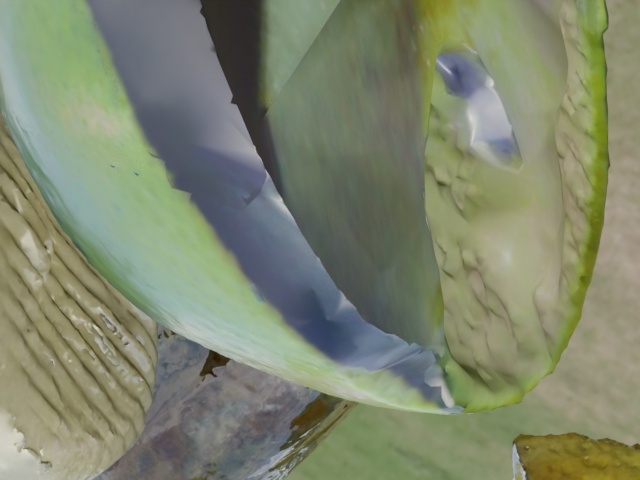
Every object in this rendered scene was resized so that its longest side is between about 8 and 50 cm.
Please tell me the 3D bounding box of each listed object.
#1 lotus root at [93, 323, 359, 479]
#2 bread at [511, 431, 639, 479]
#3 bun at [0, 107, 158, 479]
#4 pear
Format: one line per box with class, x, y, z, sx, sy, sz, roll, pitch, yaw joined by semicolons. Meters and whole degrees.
lotus root;-0.104;0.135;1.492;0.250;0.346;0.250;39;-157;-20
bread;0.216;0.232;0.962;0.260;0.147;0.160;-104;-3;-56
bun;-0.265;0.039;1.168;0.234;0.362;0.326;-15;159;24
pear;-0.022;-0.108;0.684;0.165;0.399;0.399;-15;138;31
